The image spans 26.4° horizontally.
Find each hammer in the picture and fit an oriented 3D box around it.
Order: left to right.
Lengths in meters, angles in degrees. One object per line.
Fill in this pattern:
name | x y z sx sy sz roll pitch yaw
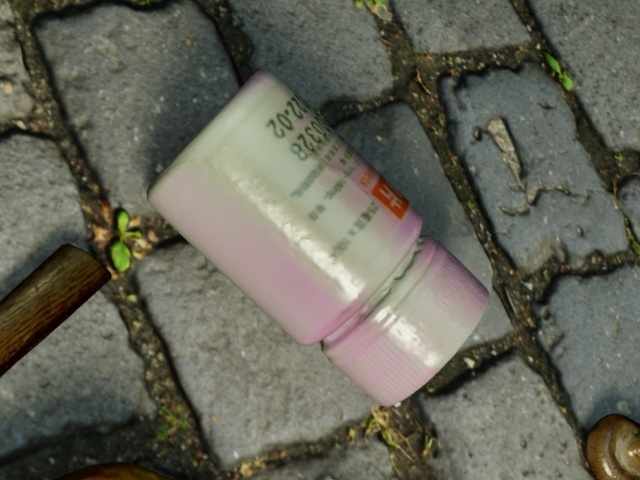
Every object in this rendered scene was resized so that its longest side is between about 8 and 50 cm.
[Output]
hammer | -0.357 0.122 1.401 0.242 0.095 0.409 46 47 -4

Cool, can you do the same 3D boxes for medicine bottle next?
medicine bottle | 0.000 0.000 1.621 0.388 0.219 0.219 43 49 -5

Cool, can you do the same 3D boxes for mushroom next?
mushroom | 0.411 0.288 1.829 0.126 0.085 0.109 40 85 -12

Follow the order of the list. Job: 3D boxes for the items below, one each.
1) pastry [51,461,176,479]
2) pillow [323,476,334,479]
pastry | -0.200 0.370 1.267 0.356 0.164 0.356 24 50 -32
pillow | 0.044 0.385 1.549 0.229 0.051 0.128 50 45 -1
